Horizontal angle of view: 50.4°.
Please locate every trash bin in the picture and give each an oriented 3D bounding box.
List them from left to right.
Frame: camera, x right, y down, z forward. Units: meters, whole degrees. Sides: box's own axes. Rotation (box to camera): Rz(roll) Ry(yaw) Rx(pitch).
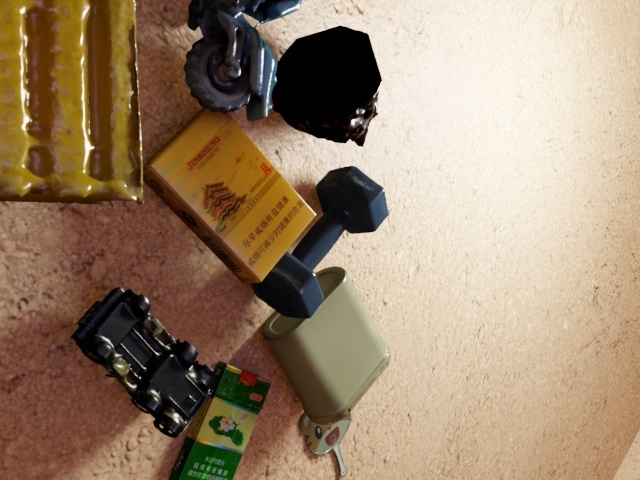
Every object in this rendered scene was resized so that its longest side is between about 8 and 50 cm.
[{"bbox_3d":[0.019,0.216,1.424,0.243,0.121,0.247,-43,122,-30],"label":"trash bin"}]

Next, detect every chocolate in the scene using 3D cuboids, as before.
[{"bbox_3d":[0.022,-0.261,1.321,0.177,0.206,0.224,64,12,-59],"label":"chocolate"}]

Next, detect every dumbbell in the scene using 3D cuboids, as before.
[{"bbox_3d":[0.000,-0.001,1.339,0.156,0.143,0.316,37,64,5],"label":"dumbbell"}]

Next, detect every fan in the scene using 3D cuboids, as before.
[{"bbox_3d":[0.028,0.447,1.547,0.152,0.008,0.227,-34,119,-37],"label":"fan"}]

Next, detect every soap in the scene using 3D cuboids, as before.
[{"bbox_3d":[-0.392,-0.209,0.892,0.293,0.156,0.335,-4,92,-38],"label":"soap"}]

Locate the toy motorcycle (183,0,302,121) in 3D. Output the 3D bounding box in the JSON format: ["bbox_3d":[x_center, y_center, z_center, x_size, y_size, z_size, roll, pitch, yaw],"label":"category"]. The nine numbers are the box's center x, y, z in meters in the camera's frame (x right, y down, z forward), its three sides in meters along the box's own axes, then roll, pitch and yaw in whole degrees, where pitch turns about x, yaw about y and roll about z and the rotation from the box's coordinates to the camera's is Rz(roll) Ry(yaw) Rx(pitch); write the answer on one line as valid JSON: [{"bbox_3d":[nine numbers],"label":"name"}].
[{"bbox_3d":[-0.096,-0.401,1.164,0.232,0.172,0.416,18,75,-38],"label":"toy motorcycle"}]

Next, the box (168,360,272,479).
[{"bbox_3d":[-0.188,0.360,1.302,0.132,0.034,0.235,34,73,-42],"label":"box"}]

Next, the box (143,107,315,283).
[{"bbox_3d":[-0.156,-0.080,1.182,0.274,0.076,0.174,48,61,-19],"label":"box"}]

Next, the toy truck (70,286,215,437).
[{"bbox_3d":[-0.294,0.197,1.111,0.127,0.127,0.257,-55,129,-32],"label":"toy truck"}]
